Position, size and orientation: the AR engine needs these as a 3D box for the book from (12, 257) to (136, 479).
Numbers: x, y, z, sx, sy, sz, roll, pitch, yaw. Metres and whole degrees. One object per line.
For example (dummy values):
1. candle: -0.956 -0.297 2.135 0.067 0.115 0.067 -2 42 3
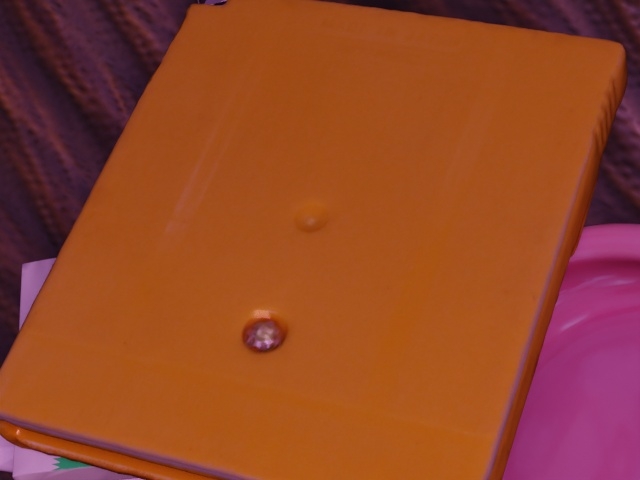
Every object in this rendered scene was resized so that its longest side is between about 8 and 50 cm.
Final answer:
1. book: -0.131 0.074 0.907 0.096 0.035 0.144 -6 56 0

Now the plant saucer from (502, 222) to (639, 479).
1. plant saucer: 0.180 0.157 0.874 0.332 0.084 0.332 -5 82 42

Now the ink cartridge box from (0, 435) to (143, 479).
1. ink cartridge box: -0.119 0.127 0.959 0.181 0.104 0.061 8 80 5

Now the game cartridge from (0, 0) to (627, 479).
1. game cartridge: 0.000 0.000 0.878 0.285 0.053 0.324 11 58 21

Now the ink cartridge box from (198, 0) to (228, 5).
1. ink cartridge box: -0.059 -0.258 1.035 0.097 0.046 0.207 -17 81 2
